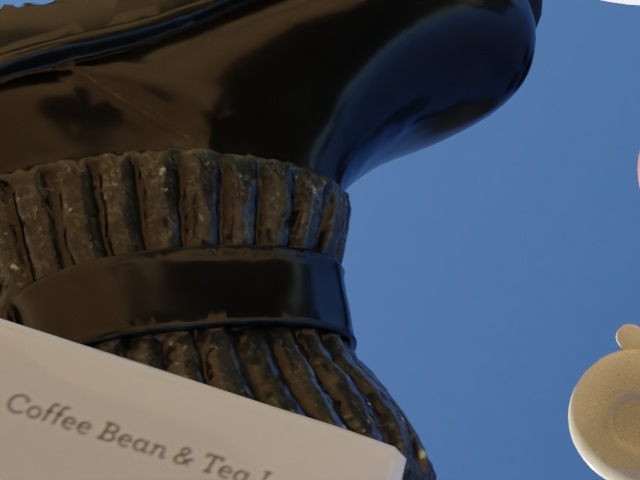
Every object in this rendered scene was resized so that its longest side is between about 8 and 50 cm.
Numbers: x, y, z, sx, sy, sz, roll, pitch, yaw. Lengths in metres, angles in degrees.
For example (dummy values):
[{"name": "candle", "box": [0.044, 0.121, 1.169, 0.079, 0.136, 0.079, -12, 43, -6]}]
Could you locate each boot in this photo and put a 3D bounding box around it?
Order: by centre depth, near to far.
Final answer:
[{"name": "boot", "box": [-0.002, 0.003, 0.851, 0.348, 0.131, 0.260, -19, -123, -24]}]

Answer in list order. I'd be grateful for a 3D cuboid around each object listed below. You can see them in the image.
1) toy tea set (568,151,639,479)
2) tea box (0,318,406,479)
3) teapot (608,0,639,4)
[{"name": "toy tea set", "box": [0.262, 0.062, 1.192, 0.200, 0.336, 0.124, 18, -167, 12]}, {"name": "tea box", "box": [-0.192, 0.149, 0.441, 0.329, 0.323, 0.220, 18, -120, -2]}, {"name": "teapot", "box": [0.109, -0.211, 0.788, 0.256, 0.252, 0.187, 7, -175, -28]}]
